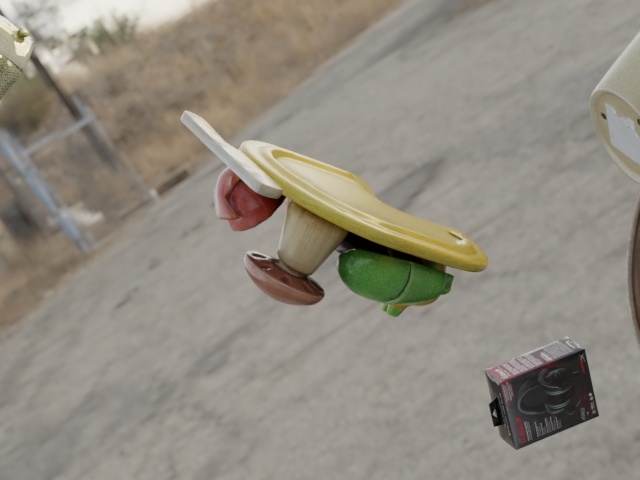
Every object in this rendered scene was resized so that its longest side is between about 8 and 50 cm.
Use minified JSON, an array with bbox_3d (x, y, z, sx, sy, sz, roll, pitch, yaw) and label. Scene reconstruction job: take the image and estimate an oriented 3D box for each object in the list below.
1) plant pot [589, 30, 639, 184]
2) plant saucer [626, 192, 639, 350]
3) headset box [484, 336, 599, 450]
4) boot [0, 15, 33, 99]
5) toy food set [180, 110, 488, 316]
[{"bbox_3d":[0.440,-0.177,1.692,0.274,0.256,0.256,-32,4,-13],"label":"plant pot"},{"bbox_3d":[0.358,0.019,1.077,0.311,0.310,0.050,-33,4,-2],"label":"plant saucer"},{"bbox_3d":[0.169,0.120,1.210,0.083,0.062,0.032,-20,21,-14],"label":"headset box"},{"bbox_3d":[-0.233,-0.164,0.888,0.077,0.165,0.213,-9,53,49],"label":"boot"},{"bbox_3d":[0.000,0.000,0.921,0.128,0.218,0.071,40,106,46],"label":"toy food set"}]
